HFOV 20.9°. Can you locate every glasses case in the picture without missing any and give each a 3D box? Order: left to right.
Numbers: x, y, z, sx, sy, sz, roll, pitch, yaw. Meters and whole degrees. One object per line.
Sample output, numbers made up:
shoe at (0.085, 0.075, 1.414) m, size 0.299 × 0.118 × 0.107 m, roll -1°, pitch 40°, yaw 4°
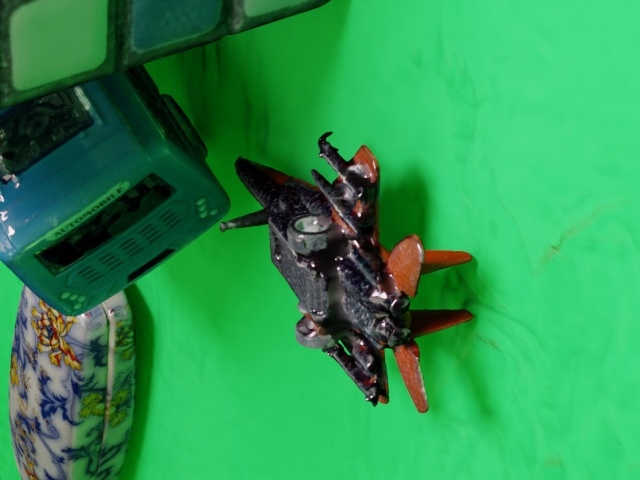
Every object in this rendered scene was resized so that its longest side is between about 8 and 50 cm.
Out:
glasses case at (-0.163, 0.102, 1.130) m, size 0.087 × 0.065 × 0.248 m, roll 48°, pitch 144°, yaw 28°

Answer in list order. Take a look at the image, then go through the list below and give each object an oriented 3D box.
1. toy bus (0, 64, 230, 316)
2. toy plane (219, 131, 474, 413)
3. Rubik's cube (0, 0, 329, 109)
toy bus at (-0.158, -0.093, 0.890) m, size 0.246 × 0.113 × 0.134 m, roll 57°, pitch -178°, yaw 20°
toy plane at (-0.003, 0.001, 0.794) m, size 0.189 × 0.061 × 0.130 m, roll 32°, pitch 136°, yaw 47°
Rubik's cube at (-0.172, -0.238, 0.683) m, size 0.292 × 0.287 × 0.293 m, roll 44°, pitch 143°, yaw 37°
